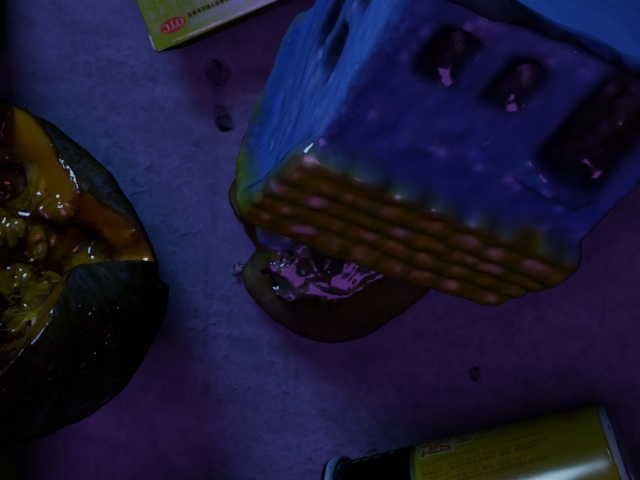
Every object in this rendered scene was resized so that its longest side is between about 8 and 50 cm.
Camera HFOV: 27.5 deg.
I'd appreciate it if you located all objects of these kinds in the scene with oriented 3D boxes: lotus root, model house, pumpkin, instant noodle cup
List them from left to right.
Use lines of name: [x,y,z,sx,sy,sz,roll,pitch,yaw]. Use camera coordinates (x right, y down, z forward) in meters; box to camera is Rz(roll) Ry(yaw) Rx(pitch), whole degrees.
pumpkin: [-0.283,0.021,1.061,0.320,0.320,0.192,49,122,1]
lotus root: [0.003,-0.002,1.091,0.203,0.078,0.183,-39,89,22]
model house: [0.086,-0.090,0.939,0.237,0.215,0.303,21,130,-19]
instant noodle cup: [0.143,0.238,1.046,0.236,0.215,0.215,-22,95,13]

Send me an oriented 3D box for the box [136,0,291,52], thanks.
box: [-0.046,-0.280,1.048,0.260,0.062,0.175,-20,96,19]

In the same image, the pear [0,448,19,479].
pear: [-0.394,0.207,1.173,0.253,0.253,0.307,-5,113,18]
